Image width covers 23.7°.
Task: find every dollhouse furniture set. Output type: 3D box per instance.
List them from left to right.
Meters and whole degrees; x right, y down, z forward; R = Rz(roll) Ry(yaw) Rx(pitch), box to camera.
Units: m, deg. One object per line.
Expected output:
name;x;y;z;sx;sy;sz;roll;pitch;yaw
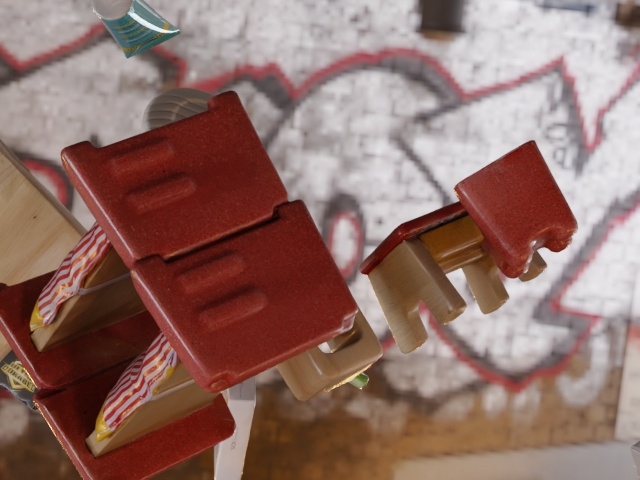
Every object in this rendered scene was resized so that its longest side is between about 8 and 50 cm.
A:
dollhouse furniture set;0.000;0.000;0.962;0.374;0.152;0.201;-22;166;-37

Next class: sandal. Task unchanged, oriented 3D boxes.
sandal;-0.196;-0.089;2.301;0.169;0.102;0.416;14;-144;-19

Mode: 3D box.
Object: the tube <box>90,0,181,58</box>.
tube;-0.236;-0.274;1.923;0.080;0.052;0.207;-20;170;5

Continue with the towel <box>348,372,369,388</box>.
towel;-0.029;0.106;1.455;0.152;0.023;0.113;25;178;0

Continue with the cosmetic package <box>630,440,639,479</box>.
cosmetic package;0.453;0.217;1.585;0.238;0.127;0.107;-29;-157;-22

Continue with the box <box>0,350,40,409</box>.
box;-0.388;0.121;1.866;0.220;0.051;0.175;34;-174;12

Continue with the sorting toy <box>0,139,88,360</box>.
sorting toy;-0.336;0.008;1.236;0.255;0.257;0.089;46;-171;9

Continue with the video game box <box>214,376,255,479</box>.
video game box;-0.135;0.243;2.372;0.048;0.205;0.187;3;-137;-10
